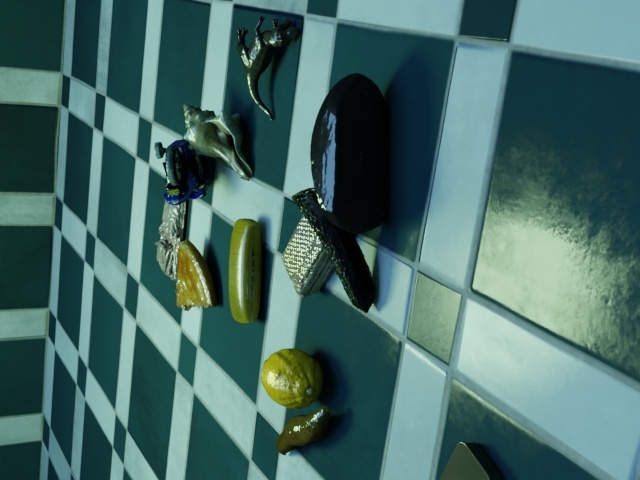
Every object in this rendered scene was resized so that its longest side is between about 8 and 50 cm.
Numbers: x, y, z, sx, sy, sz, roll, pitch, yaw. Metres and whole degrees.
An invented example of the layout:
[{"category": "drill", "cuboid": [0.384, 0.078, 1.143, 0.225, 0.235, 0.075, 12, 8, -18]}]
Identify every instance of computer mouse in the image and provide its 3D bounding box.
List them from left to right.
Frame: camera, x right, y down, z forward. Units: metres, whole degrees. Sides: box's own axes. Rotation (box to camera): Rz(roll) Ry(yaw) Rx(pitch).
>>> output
[{"category": "computer mouse", "cuboid": [0.046, -0.145, 1.511, 0.086, 0.138, 0.269, 0, 90, 51]}]

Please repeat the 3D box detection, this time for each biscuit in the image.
[{"category": "biscuit", "cuboid": [0.000, 0.000, 1.678, 0.238, 0.062, 0.108, -61, 43, 43]}]

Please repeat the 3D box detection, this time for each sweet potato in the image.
[{"category": "sweet potato", "cuboid": [-0.038, 0.380, 1.756, 0.274, 0.067, 0.067, 130, 132, -56]}]

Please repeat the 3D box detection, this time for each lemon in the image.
[{"category": "lemon", "cuboid": [-0.053, 0.269, 1.724, 0.155, 0.114, 0.114, 16, 105, 55]}]

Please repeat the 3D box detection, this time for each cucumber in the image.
[{"category": "cucumber", "cuboid": [0.037, 0.014, 1.550, 0.245, 0.067, 0.067, 60, 152, -11]}]

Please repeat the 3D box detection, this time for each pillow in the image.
[{"category": "pillow", "cuboid": [-0.410, -0.021, 2.415, 0.135, 0.049, 0.248, 30, 114, 61]}]

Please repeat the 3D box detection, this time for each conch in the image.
[{"category": "conch", "cuboid": [-0.229, -0.251, 2.044, 0.234, 0.114, 0.137, 21, 126, 21]}]

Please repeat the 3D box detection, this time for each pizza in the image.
[{"category": "pizza", "cuboid": [-0.320, 0.104, 2.247, 0.193, 0.053, 0.200, -44, 65, 50]}]

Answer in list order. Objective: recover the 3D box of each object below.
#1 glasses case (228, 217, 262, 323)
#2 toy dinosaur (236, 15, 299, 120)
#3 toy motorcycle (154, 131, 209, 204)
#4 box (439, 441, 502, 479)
[{"category": "glasses case", "cuboid": [-0.165, 0.067, 1.965, 0.079, 0.064, 0.234, 10, 100, 58]}, {"category": "toy dinosaur", "cuboid": [-0.116, -0.368, 1.847, 0.187, 0.087, 0.178, -37, 58, 57]}, {"category": "toy motorcycle", "cuboid": [-0.334, -0.166, 2.166, 0.315, 0.113, 0.168, -82, -13, -74]}, {"category": "box", "cuboid": [0.221, 0.369, 1.324, 0.091, 0.031, 0.126, 53, 134, 46]}]
